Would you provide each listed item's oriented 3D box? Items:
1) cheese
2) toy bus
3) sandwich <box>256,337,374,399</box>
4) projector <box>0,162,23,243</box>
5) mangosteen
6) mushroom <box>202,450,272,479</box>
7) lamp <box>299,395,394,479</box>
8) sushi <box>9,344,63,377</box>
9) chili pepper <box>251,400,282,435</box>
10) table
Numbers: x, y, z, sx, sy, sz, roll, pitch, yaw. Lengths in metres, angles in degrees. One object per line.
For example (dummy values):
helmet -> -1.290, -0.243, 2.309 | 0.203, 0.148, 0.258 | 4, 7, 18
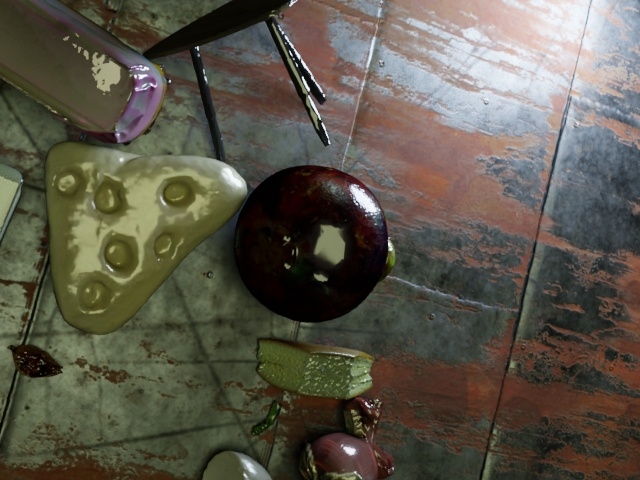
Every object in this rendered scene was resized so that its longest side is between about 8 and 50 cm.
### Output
cheese -> -0.312, 0.007, 1.378 | 0.351, 0.129, 0.328 | 6, 89, -20
toy bus -> -0.436, -0.293, 1.244 | 0.386, 0.162, 0.171 | 32, 102, -9
sandwich -> 0.003, 0.253, 1.537 | 0.258, 0.096, 0.094 | 9, 95, -19
projector -> -0.605, -0.082, 1.234 | 0.242, 0.177, 0.163 | 25, 82, -20
mangosteen -> -0.006, 0.006, 1.425 | 0.311, 0.311, 0.311 | -1, 93, -21
mushroom -> -0.125, 0.497, 1.505 | 0.116, 0.093, 0.225 | -44, 117, 2
lamp -> 0.041, 0.431, 1.542 | 0.223, 0.151, 0.215 | -32, 116, -61
sushi -> -0.497, 0.214, 1.360 | 0.099, 0.047, 0.050 | 21, 88, -20
chili pepper -> -0.104, 0.354, 1.537 | 0.083, 0.022, 0.027 | -51, 142, -13
table -> -0.092, -0.304, 1.411 | 0.317, 0.317, 0.249 | -34, 117, -17
